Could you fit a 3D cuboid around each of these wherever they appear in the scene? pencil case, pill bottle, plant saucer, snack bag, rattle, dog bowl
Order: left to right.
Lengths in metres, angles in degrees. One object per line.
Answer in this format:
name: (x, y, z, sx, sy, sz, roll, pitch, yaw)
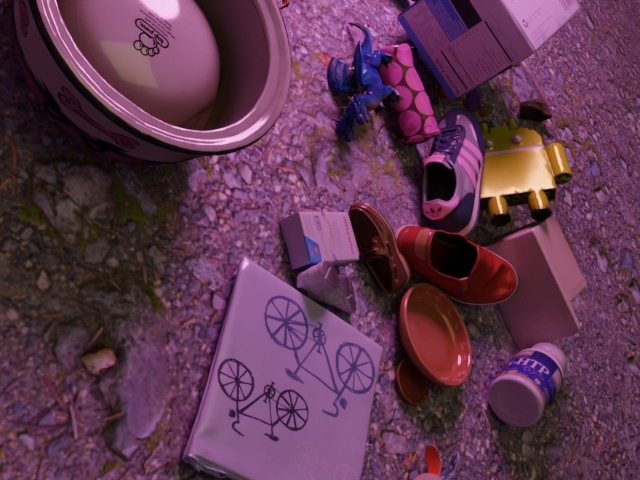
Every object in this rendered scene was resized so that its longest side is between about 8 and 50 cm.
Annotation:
dog bowl: (-0.243, -0.287, 1.171, 0.408, 0.150, 0.408, 18, 62, -38)
snack bag: (-0.039, 0.239, 1.255, 0.323, 0.037, 0.342, 36, 49, -29)
pencil case: (0.176, -0.296, 1.700, 0.095, 0.098, 0.209, -16, 85, -14)
plant saucer: (0.161, 0.251, 1.476, 0.083, 0.013, 0.083, 23, 55, -38)
plant saucer: (0.206, 0.176, 1.530, 0.200, 0.037, 0.200, 29, 47, -36)
rattle: (0.195, 0.457, 1.375, 0.199, 0.130, 0.142, -79, 146, -68)
pill bottle: (0.421, 0.280, 1.661, 0.187, 0.112, 0.112, -32, 95, -50)

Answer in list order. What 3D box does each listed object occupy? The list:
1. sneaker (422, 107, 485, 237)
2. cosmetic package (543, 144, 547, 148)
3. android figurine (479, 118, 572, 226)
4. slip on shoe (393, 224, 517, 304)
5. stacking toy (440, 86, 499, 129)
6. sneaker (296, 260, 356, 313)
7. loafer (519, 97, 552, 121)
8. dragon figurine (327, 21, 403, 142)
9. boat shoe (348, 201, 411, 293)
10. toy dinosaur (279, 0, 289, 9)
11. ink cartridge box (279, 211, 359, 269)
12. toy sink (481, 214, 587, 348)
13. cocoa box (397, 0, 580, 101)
sneaker: (0.264, -0.162, 1.696, 0.131, 0.112, 0.319, 40, 44, -44)
cosmetic package: (0.525, -0.177, 2.030, 0.041, 0.060, 0.115, 27, 55, -36)
android figurine: (0.402, -0.153, 1.778, 0.056, 0.248, 0.273, 75, 10, -53)
slip on shoe: (0.277, 0.050, 1.608, 0.331, 0.101, 0.123, 22, 75, -36)
stacking toy: (0.375, -0.290, 1.938, 0.167, 0.052, 0.221, -36, 101, -47)
sneaker: (0.013, 0.081, 1.376, 0.152, 0.061, 0.053, 45, 33, -49)
loafer: (0.548, -0.340, 2.141, 0.148, 0.056, 0.050, 7, 66, -56)
dragon figurine: (0.073, -0.325, 1.604, 0.144, 0.085, 0.289, 7, 68, -45)
boat shoe: (0.101, 0.015, 1.488, 0.060, 0.064, 0.178, -41, 105, -50)
toy dinosaur: (-0.100, -0.464, 1.506, 0.211, 0.064, 0.112, -34, 96, -49)
ink cartridge box: (0.000, 0.000, 1.397, 0.122, 0.052, 0.088, -2, 73, -46)
toy sink: (0.460, 0.087, 1.766, 0.131, 0.153, 0.234, -26, 90, -50)
cocoa box: (0.375, -0.501, 1.834, 0.231, 0.228, 0.347, 55, 42, -7)
